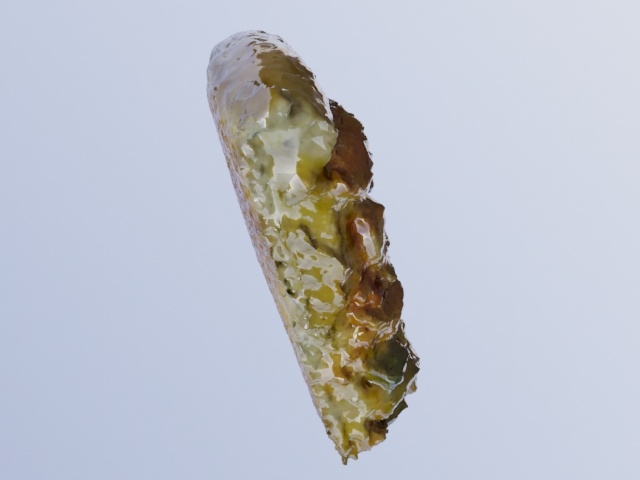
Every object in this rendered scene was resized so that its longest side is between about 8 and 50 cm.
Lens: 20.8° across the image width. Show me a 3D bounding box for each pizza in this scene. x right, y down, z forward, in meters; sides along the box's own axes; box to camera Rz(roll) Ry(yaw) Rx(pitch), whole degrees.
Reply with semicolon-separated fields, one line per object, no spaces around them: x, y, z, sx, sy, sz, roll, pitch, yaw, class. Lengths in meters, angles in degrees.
0.000;0.000;0.787;0.292;0.058;0.197;86;165;-78;pizza
